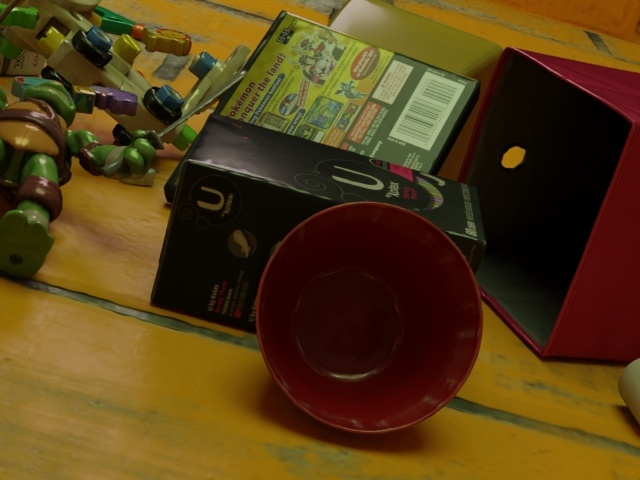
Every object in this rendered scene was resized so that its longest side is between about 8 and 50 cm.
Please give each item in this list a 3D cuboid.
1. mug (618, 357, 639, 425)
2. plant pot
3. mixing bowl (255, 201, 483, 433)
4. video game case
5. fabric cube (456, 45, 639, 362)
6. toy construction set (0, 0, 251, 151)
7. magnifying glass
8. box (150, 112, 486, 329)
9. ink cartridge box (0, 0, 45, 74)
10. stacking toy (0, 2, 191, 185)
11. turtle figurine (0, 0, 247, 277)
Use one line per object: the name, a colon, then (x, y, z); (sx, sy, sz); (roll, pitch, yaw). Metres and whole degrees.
mug: (0.316, 0.148, 1.144); (0.078, 0.062, 0.064); (7, 29, -6)
plant pot: (0.070, -0.148, 1.533); (0.212, 0.212, 0.187); (24, 36, 20)
mixing bowl: (0.030, 0.065, 1.024); (0.181, 0.181, 0.098); (13, -10, -9)
video game case: (0.006, -0.108, 1.362); (0.248, 0.035, 0.275); (22, 62, 15)
fabric cube: (0.320, -0.036, 1.336); (0.258, 0.254, 0.259); (6, 23, -25)
toy construction set: (-0.233, -0.211, 1.474); (0.328, 0.151, 0.215); (26, 20, -13)
magnifying glass: (-0.310, -0.331, 1.943); (0.231, 0.026, 0.092); (17, 20, 7)
box: (0.000, 0.000, 1.159); (0.270, 0.143, 0.165); (15, 20, -3)
ink cartridge box: (-0.412, -0.267, 1.573); (0.063, 0.109, 0.150); (30, 24, 34)
stacking toy: (-0.258, -0.154, 1.322); (0.221, 0.167, 0.052); (7, 23, -23)
turtle figurine: (-0.251, -0.114, 1.136); (0.275, 0.198, 0.266); (-20, 30, 24)
